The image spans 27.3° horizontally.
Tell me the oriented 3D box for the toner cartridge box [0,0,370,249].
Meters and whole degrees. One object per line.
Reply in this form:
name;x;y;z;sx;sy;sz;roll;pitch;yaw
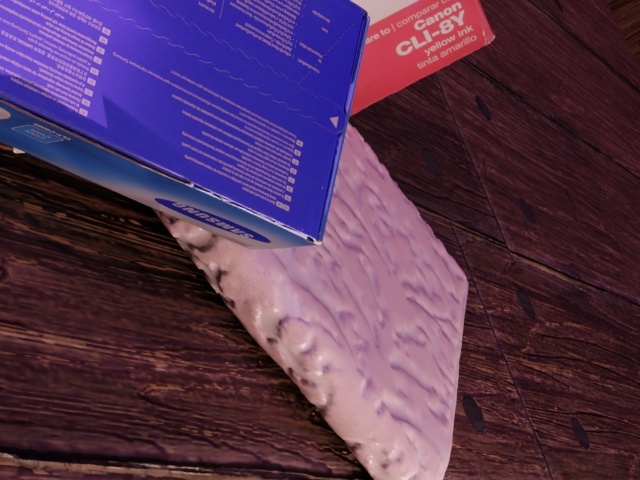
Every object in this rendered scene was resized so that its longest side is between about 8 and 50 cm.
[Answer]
toner cartridge box;-0.129;-0.127;0.755;0.348;0.075;0.165;25;71;-38

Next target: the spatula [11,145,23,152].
spatula;-0.155;-0.173;0.839;0.168;0.019;0.242;-4;91;-66

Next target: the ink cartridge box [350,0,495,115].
ink cartridge box;-0.017;-0.339;1.099;0.384;0.160;0.279;54;13;-50

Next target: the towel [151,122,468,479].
towel;0.000;0.000;1.026;0.332;0.053;0.317;51;25;-17
